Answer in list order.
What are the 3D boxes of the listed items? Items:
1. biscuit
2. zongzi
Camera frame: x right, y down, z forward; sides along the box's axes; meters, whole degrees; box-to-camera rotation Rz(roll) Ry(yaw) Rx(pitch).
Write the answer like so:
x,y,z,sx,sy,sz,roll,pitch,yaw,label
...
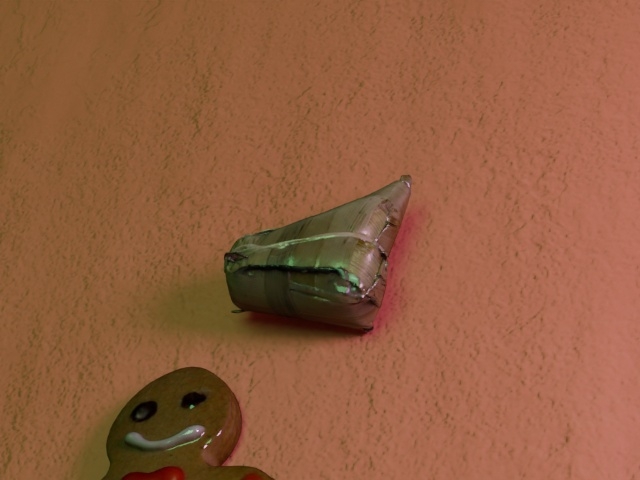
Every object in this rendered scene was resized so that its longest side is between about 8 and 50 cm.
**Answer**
x,y,z,sx,sy,sz,roll,pitch,yaw,label
-0.178,0.299,1.870,0.283,0.064,0.432,-9,47,20,biscuit
0.000,0.000,2.026,0.194,0.099,0.197,5,54,23,zongzi
